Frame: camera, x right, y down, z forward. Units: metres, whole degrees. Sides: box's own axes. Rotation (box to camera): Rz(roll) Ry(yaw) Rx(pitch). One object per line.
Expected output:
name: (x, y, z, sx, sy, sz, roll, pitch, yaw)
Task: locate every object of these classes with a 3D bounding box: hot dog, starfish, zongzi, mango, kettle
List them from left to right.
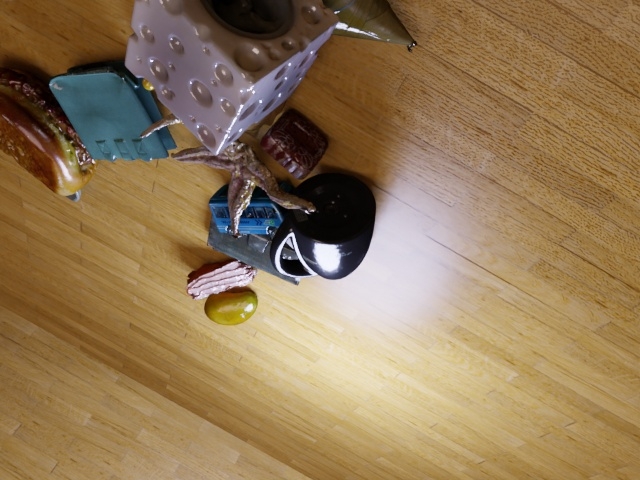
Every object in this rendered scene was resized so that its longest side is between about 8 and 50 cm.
hot dog: (-0.798, -0.324, 1.571, 0.405, 0.185, 0.223, 44, 141, -18)
starfish: (-0.229, -0.155, 1.332, 0.398, 0.132, 0.384, 38, 150, -11)
mango: (-0.311, 0.233, 1.961, 0.227, 0.099, 0.136, -16, 117, 30)
kettle: (0.000, 0.000, 1.426, 0.268, 0.207, 0.290, -13, 149, -7)
zongzi: (0.030, -0.420, 1.069, 0.256, 0.115, 0.228, 37, 148, -29)

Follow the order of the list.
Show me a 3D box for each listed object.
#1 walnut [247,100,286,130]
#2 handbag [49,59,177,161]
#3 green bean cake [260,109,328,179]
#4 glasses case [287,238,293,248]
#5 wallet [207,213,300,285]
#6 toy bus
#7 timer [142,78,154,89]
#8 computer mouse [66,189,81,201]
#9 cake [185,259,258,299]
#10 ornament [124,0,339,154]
walnut: (-0.194, -0.335, 1.213, 0.238, 0.141, 0.204, 10, 110, 17)
handbag: (-0.541, -0.341, 1.481, 0.268, 0.100, 0.274, 0, 134, 25)
green bean cake: (-0.056, -0.223, 1.287, 0.135, 0.136, 0.056, 42, 138, -14)
glasses case: (-0.012, 0.027, 1.596, 0.197, 0.049, 0.076, 34, 141, -6)
wallet: (-0.194, 0.027, 1.707, 0.317, 0.044, 0.169, 25, 139, 3)
toy bus: (-0.173, -0.087, 1.521, 0.246, 0.113, 0.134, 2, 128, 31)
timer: (-0.389, -0.407, 1.307, 0.107, 0.109, 0.107, 31, -177, -2)
computer mouse: (-0.850, -0.196, 1.841, 0.181, 0.056, 0.089, 27, 136, 13)
cake: (-0.336, 0.129, 1.856, 0.287, 0.135, 0.098, -15, 110, 29)
ornament: (-0.161, -0.348, 0.986, 0.240, 0.239, 0.240, 45, 147, -3)
